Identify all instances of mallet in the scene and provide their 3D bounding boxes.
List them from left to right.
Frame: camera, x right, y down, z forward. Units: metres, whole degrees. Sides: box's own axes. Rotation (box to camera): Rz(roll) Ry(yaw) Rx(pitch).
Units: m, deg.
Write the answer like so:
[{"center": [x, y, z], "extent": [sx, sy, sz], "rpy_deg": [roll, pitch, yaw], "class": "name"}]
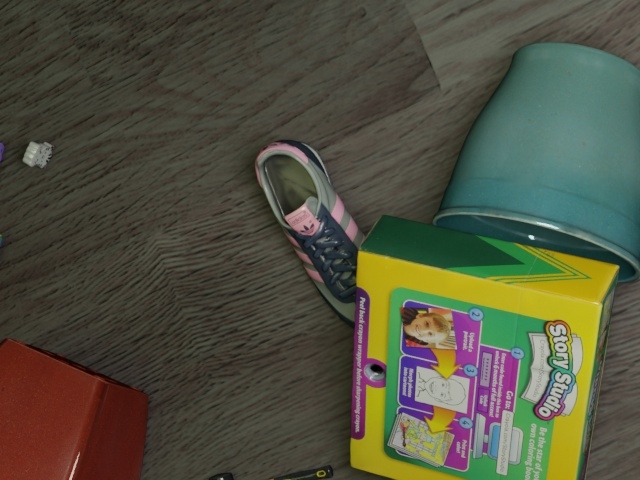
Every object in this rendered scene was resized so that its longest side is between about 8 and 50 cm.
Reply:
[{"center": [-0.076, 0.349, 1.956], "extent": [0.189, 0.039, 0.062], "rpy_deg": [-22, 86, 13], "class": "mallet"}]

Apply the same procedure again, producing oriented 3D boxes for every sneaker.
[{"center": [0.000, 0.000, 1.880], "extent": [0.112, 0.131, 0.319], "rpy_deg": [-36, 79, 15], "class": "sneaker"}]

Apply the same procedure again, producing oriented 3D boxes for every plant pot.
[{"center": [-0.401, 0.292, 1.963], "extent": [0.267, 0.267, 0.236], "rpy_deg": [21, 82, 18], "class": "plant pot"}, {"center": [0.309, -0.106, 1.722], "extent": [0.271, 0.271, 0.255], "rpy_deg": [13, 78, 19], "class": "plant pot"}]

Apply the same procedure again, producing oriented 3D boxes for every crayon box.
[{"center": [0.204, 0.172, 1.743], "extent": [0.313, 0.106, 0.363], "rpy_deg": [12, 124, 17], "class": "crayon box"}]

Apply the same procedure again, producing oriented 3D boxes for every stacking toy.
[{"center": [-0.535, -0.098, 2.110], "extent": [0.167, 0.052, 0.221], "rpy_deg": [30, 101, 18], "class": "stacking toy"}]
